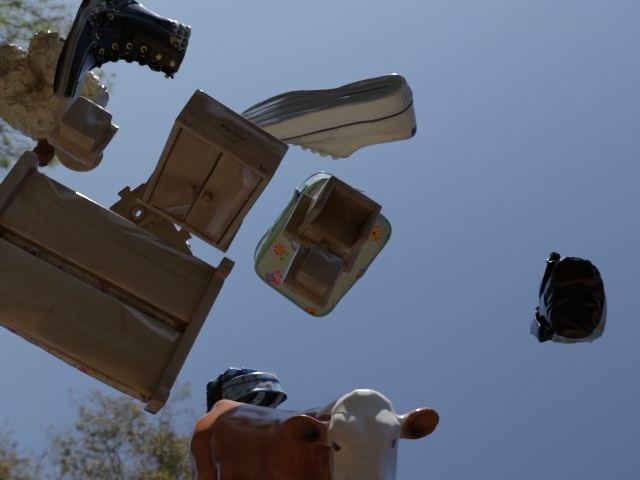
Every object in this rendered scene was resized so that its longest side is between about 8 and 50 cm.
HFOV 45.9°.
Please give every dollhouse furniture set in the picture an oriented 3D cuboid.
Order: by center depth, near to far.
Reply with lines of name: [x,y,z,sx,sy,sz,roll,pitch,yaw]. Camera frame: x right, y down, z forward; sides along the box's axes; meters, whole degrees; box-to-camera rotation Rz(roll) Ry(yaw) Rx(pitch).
dollhouse furniture set: [-0.154,0.061,0.690,0.303,0.356,0.174,30,-33,-9]

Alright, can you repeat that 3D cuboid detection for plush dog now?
plush dog: [-0.530,-0.264,1.329,0.225,0.262,0.211,27,-98,2]

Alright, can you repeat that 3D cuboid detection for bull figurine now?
bull figurine: [-0.017,0.203,0.579,0.310,0.101,0.188,-13,-103,60]

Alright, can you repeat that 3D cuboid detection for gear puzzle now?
gear puzzle: [-0.297,0.006,1.225,0.339,0.044,0.175,-36,-110,0]

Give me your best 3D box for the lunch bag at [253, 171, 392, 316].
lunch bag: [0.000,0.000,1.605,0.224,0.108,0.279,36,-80,-10]

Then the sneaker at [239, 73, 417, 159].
sneaker: [0.003,-0.148,1.009,0.258,0.094,0.091,-4,-51,24]

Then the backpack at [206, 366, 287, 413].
backpack: [-0.172,0.364,1.803,0.173,0.158,0.117,-40,-130,37]

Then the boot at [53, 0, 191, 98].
boot: [-0.311,-0.299,1.204,0.085,0.178,0.236,-36,-142,51]

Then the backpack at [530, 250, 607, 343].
backpack: [0.422,0.116,1.280,0.115,0.182,0.152,11,-105,13]
